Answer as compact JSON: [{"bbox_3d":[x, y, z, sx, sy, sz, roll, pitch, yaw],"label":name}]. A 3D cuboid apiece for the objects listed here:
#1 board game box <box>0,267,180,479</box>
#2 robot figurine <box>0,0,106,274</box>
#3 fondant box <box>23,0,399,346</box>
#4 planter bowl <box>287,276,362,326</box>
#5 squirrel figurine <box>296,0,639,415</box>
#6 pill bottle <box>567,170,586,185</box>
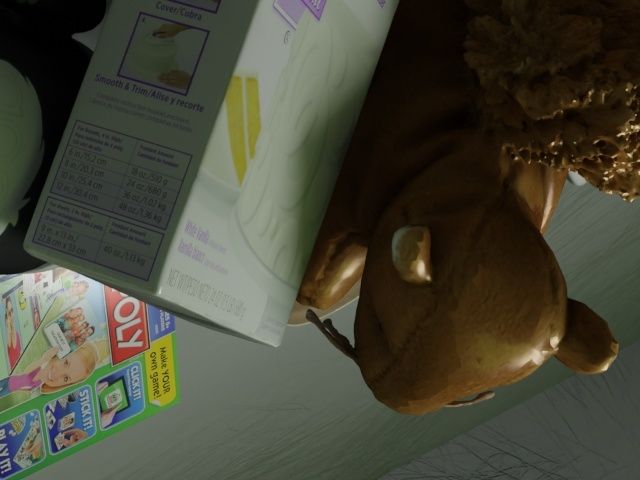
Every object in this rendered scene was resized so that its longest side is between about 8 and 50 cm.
[{"bbox_3d":[-0.220,0.043,1.225,0.213,0.046,0.317,-24,132,-28],"label":"board game box"},{"bbox_3d":[-0.232,-0.066,0.950,0.209,0.173,0.278,-16,170,24],"label":"robot figurine"},{"bbox_3d":[-0.047,-0.112,0.990,0.238,0.096,0.330,35,72,-71],"label":"fondant box"},{"bbox_3d":[0.000,0.000,1.610,0.162,0.109,0.162,-30,161,-12],"label":"planter bowl"},{"bbox_3d":[0.128,-0.066,1.148,0.397,0.281,0.370,-47,-160,24],"label":"squirrel figurine"},{"bbox_3d":[0.344,-0.182,1.694,0.246,0.136,0.136,-35,162,4],"label":"pill bottle"}]
